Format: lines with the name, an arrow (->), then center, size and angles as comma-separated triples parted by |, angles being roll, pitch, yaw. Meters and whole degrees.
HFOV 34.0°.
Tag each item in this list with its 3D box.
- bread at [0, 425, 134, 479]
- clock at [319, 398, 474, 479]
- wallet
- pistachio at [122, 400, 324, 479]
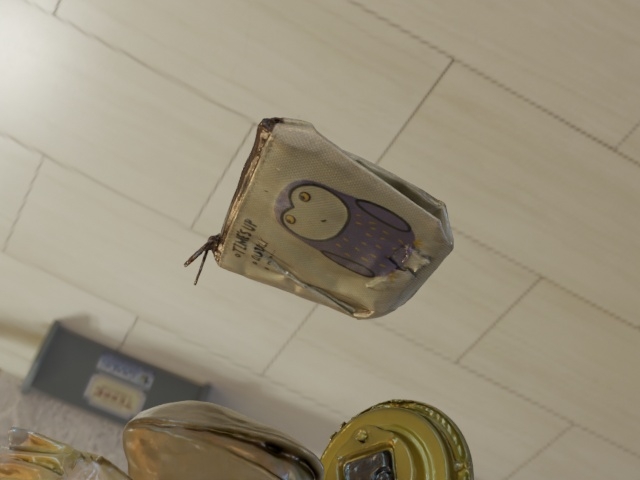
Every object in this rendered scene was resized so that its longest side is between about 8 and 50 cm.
bread -> -0.208, 0.260, 0.703 | 0.107, 0.241, 0.136 | -4, 139, 32
clock -> 0.072, 0.297, 1.267 | 0.237, 0.237, 0.057 | -22, 142, 28
wallet -> -0.001, -0.003, 1.238 | 0.275, 0.068, 0.335 | 21, 145, -7
pistachio -> -0.104, 0.236, 1.102 | 0.226, 0.135, 0.135 | 12, 132, 18
